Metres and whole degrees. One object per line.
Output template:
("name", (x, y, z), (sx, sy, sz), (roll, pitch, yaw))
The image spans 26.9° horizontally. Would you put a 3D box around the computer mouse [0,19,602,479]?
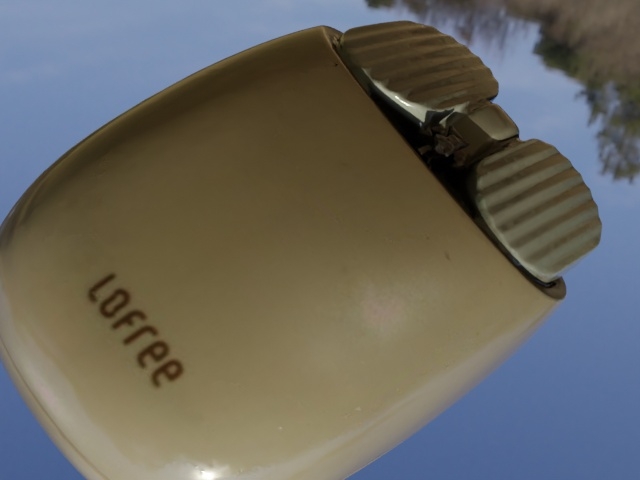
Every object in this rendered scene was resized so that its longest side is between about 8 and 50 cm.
("computer mouse", (0.000, 0.000, 0.464), (0.236, 0.082, 0.145), (-28, -106, -37))
